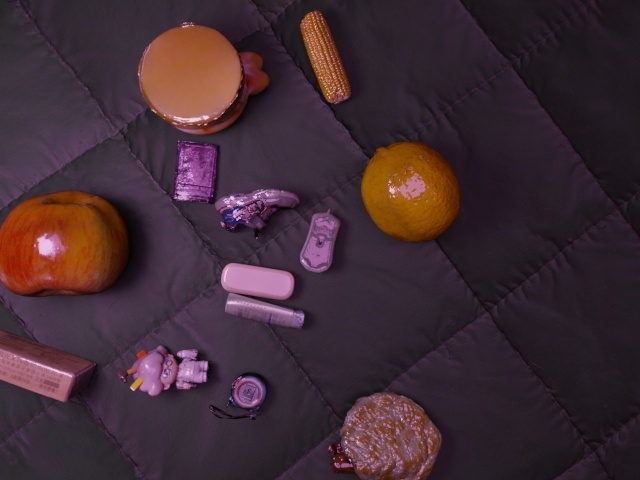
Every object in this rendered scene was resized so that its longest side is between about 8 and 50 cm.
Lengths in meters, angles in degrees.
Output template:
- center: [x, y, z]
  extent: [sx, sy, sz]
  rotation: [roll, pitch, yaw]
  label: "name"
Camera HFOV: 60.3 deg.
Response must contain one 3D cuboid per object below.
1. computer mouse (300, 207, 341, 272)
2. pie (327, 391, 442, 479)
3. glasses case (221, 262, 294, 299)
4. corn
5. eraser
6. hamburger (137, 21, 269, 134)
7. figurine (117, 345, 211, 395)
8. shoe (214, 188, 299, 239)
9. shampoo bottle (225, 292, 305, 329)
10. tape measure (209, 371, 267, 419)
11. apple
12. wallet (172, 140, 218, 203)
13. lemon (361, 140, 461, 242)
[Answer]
- center: [0.000, 0.000, 1.497]
  extent: [0.089, 0.056, 0.181]
  rotation: [15, 79, -4]
  label: "computer mouse"
- center: [0.179, 0.538, 1.470]
  extent: [0.275, 0.105, 0.257]
  rotation: [27, 78, -2]
  label: "pie"
- center: [-0.168, 0.110, 1.489]
  extent: [0.197, 0.050, 0.083]
  rotation: [10, 86, -3]
  label: "glasses case"
- center: [0.012, -0.494, 1.500]
  extent: [0.081, 0.081, 0.248]
  rotation: [-21, 91, -3]
  label: "corn"
- center: [-0.771, 0.307, 1.408]
  extent: [0.344, 0.144, 0.078]
  rotation: [20, 89, -1]
  label: "eraser"
- center: [-0.296, -0.416, 1.429]
  extent: [0.303, 0.186, 0.260]
  rotation: [-29, 89, 6]
  label: "hamburger"
- center: [-0.405, 0.341, 1.445]
  extent: [0.229, 0.112, 0.137]
  rotation: [3, 61, -9]
  label: "figurine"
- center: [-0.165, -0.068, 1.466]
  extent: [0.228, 0.099, 0.125]
  rotation: [-7, 81, 2]
  label: "shoe"
- center: [-0.149, 0.192, 1.484]
  extent: [0.213, 0.049, 0.072]
  rotation: [14, 128, -5]
  label: "shampoo bottle"
- center: [-0.203, 0.405, 1.424]
  extent: [0.104, 0.180, 0.107]
  rotation: [17, 89, 14]
  label: "tape measure"
- center: [-0.627, 0.002, 1.357]
  extent: [0.302, 0.301, 0.301]
  rotation: [0, 88, -3]
  label: "apple"
- center: [-0.340, -0.185, 1.498]
  extent: [0.111, 0.030, 0.165]
  rotation: [4, 88, -2]
  label: "wallet"
- center: [0.232, -0.123, 1.417]
  extent: [0.268, 0.267, 0.266]
  rotation: [0, 88, -3]
  label: "lemon"
